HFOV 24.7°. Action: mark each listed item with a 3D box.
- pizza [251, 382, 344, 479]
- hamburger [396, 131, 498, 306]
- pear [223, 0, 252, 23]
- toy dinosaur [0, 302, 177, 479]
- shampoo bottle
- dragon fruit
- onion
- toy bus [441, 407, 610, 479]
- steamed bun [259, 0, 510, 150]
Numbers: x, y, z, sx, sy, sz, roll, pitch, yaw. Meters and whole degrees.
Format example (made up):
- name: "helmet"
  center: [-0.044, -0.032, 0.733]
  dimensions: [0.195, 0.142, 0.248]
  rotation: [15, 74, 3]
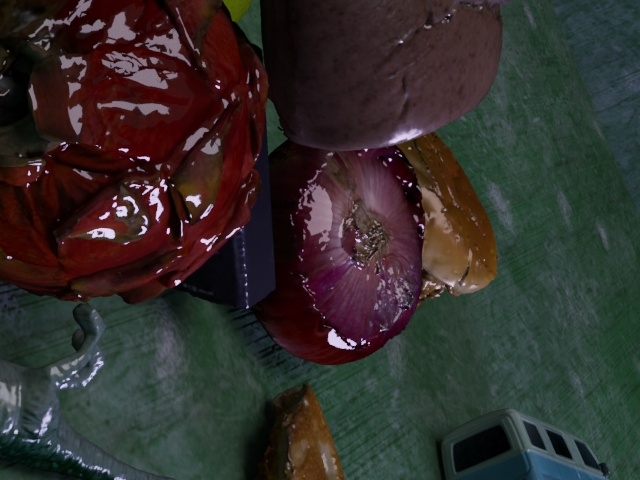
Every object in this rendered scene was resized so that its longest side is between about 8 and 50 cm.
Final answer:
- name: "pizza"
  center: [-0.019, 0.235, 1.340]
  dimensions: [0.161, 0.062, 0.182]
  rotation: [-29, 101, -74]
- name: "hamburger"
  center: [0.090, -0.035, 1.676]
  dimensions: [0.244, 0.163, 0.244]
  rotation: [44, 34, -40]
- name: "pear"
  center: [-0.173, -0.264, 1.291]
  dimensions: [0.159, 0.292, 0.292]
  rotation: [-33, 103, -22]
- name: "toy dinosaur"
  center: [-0.172, 0.109, 1.046]
  dimensions: [0.076, 0.129, 0.383]
  rotation: [35, 3, 42]
- name: "shampoo bottle"
  center: [-0.095, -0.092, 1.233]
  dimensions: [0.071, 0.098, 0.309]
  rotation: [-36, 134, -43]
- name: "dragon fruit"
  center: [-0.172, -0.090, 1.030]
  dimensions: [0.342, 0.277, 0.277]
  rotation: [48, 27, -66]
- name: "onion"
  center: [0.010, 0.002, 1.470]
  dimensions: [0.248, 0.161, 0.248]
  rotation: [8, 75, -32]
- name: "toy bus"
  center: [0.261, 0.303, 1.784]
  dimensions: [0.271, 0.133, 0.165]
  rotation: [28, 41, -53]
- name: "steamed bun"
  center: [0.051, -0.214, 1.128]
  dimensions: [0.301, 0.199, 0.252]
  rotation: [-94, -177, -61]
